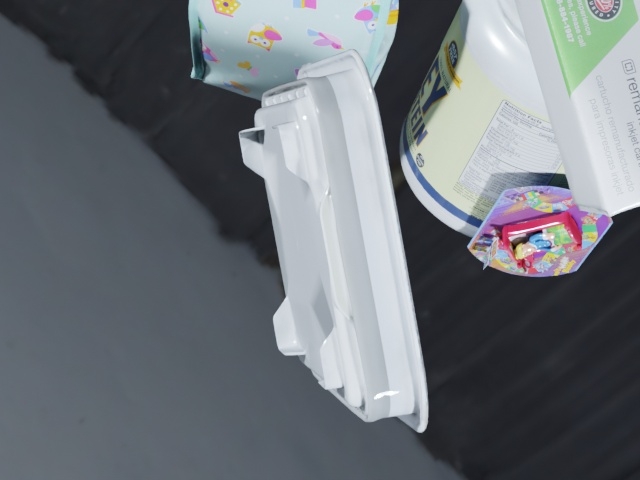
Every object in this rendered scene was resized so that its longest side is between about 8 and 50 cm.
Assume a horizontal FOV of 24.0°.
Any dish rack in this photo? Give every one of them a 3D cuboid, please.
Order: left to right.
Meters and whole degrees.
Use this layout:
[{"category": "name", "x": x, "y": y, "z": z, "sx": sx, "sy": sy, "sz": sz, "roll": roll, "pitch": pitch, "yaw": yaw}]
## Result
[{"category": "dish rack", "x": 0.000, "y": 0.000, "z": 1.198, "sx": 0.333, "sy": 0.072, "sz": 0.286, "roll": -163, "pitch": -116, "yaw": -80}]

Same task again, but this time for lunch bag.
[{"category": "lunch bag", "x": -0.025, "y": -0.261, "z": 1.655, "sx": 0.223, "sy": 0.262, "sz": 0.160, "roll": 18, "pitch": 65, "yaw": 3}]

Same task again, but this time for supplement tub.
[{"category": "supplement tub", "x": 0.242, "y": -0.173, "z": 1.697, "sx": 0.235, "sy": 0.325, "sz": 0.235, "roll": 10, "pitch": 51, "yaw": -12}]

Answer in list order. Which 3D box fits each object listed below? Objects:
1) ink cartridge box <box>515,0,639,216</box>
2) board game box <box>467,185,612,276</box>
[{"category": "ink cartridge box", "x": 0.303, "y": -0.153, "z": 1.126, "sx": 0.115, "sy": 0.273, "sz": 0.198, "roll": -124, "pitch": -163, "yaw": -86}, {"category": "board game box", "x": 0.245, "y": 0.004, "z": 1.685, "sx": 0.133, "sy": 0.169, "sz": 0.033, "roll": 14, "pitch": 54, "yaw": -10}]
